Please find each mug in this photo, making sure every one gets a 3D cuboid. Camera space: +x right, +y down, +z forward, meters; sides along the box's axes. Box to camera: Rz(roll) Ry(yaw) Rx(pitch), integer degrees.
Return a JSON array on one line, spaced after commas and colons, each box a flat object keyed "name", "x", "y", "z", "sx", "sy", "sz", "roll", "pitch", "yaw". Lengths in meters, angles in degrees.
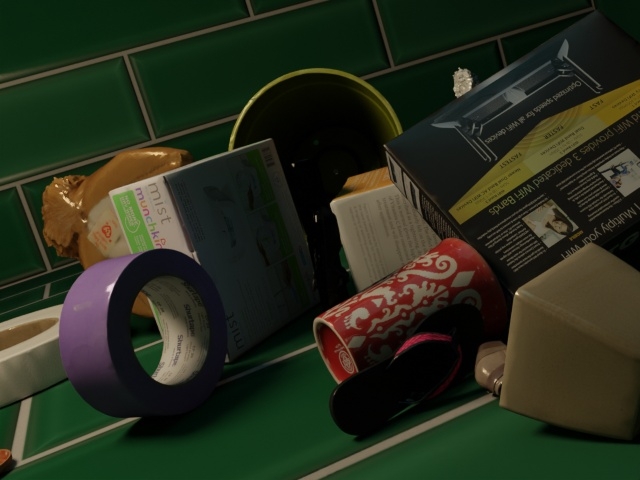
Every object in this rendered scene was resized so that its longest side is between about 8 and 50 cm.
[{"name": "mug", "x": 0.088, "y": 0.095, "z": 0.797, "sx": 0.169, "sy": 0.150, "sz": 0.113, "roll": -25, "pitch": 48, "yaw": -21}]

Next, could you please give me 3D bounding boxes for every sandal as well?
[{"name": "sandal", "x": 0.089, "y": 0.116, "z": 0.698, "sx": 0.179, "sy": 0.067, "sz": 0.040, "roll": -30, "pitch": -1, "yaw": -26}]

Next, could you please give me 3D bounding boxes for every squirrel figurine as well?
[{"name": "squirrel figurine", "x": -0.298, "y": -0.028, "z": 1.461, "sx": 0.397, "sy": 0.280, "sz": 0.370, "roll": 5, "pitch": 5, "yaw": 27}]

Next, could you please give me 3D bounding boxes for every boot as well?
[{"name": "boot", "x": 0.193, "y": 0.105, "z": 0.681, "sx": 0.119, "sy": 0.042, "sz": 0.087, "roll": -18, "pitch": 16, "yaw": 1}]

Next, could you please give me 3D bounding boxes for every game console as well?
[{"name": "game console", "x": 0.000, "y": 0.000, "z": 0.944, "sx": 0.044, "sy": 0.213, "sz": 0.361, "roll": -13, "pitch": 1, "yaw": -1}]

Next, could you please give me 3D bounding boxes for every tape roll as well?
[{"name": "tape roll", "x": -0.197, "y": 0.107, "z": 0.888, "sx": 0.080, "sy": 0.189, "sz": 0.189, "roll": -12, "pitch": 11, "yaw": 33}, {"name": "tape roll", "x": -0.536, "y": 0.200, "z": 1.309, "sx": 0.392, "sy": 0.072, "sz": 0.392, "roll": -17, "pitch": 10, "yaw": 3}]

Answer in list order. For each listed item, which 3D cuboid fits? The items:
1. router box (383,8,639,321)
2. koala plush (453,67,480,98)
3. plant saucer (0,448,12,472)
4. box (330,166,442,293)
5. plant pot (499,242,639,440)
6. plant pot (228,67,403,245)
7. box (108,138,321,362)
[{"name": "router box", "x": 0.265, "y": -0.088, "z": 0.859, "sx": 0.309, "sy": 0.243, "sz": 0.081, "roll": -32, "pitch": -30, "yaw": -5}, {"name": "koala plush", "x": 0.295, "y": -0.190, "z": 1.244, "sx": 0.203, "sy": 0.196, "sz": 0.221, "roll": -58, "pitch": 12, "yaw": 27}, {"name": "plant saucer", "x": -0.388, "y": 0.262, "z": 0.871, "sx": 0.084, "sy": 0.013, "sz": 0.083, "roll": -16, "pitch": 10, "yaw": 3}, {"name": "box", "x": 0.211, "y": -0.039, "z": 1.063, "sx": 0.345, "sy": 0.168, "sz": 0.215, "roll": -15, "pitch": 10, "yaw": 11}, {"name": "plant pot", "x": 0.209, "y": 0.081, "z": 0.571, "sx": 0.109, "sy": 0.109, "sz": 0.096, "roll": -25, "pitch": 37, "yaw": -38}, {"name": "plant pot", "x": 0.017, "y": -0.166, "z": 1.744, "sx": 0.367, "sy": 0.366, "sz": 0.353, "roll": -16, "pitch": -3, "yaw": 8}, {"name": "box", "x": -0.136, "y": 0.013, "z": 1.101, "sx": 0.127, "sy": 0.261, "sz": 0.231, "roll": -10, "pitch": 13, "yaw": 38}]
